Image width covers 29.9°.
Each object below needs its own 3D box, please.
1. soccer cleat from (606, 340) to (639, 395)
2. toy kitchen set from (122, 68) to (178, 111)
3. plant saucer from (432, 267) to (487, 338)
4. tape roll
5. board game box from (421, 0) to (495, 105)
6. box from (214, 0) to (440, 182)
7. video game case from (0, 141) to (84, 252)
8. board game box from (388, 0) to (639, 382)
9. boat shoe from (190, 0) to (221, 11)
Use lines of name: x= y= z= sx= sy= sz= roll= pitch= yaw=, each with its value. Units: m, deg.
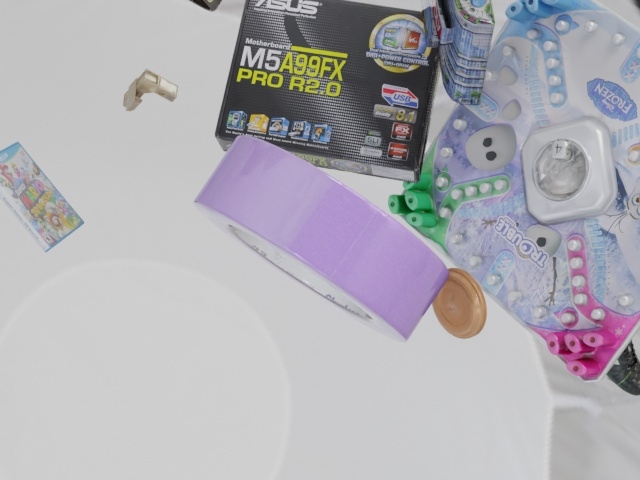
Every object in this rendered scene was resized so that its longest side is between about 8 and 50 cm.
soccer cleat: x=0.477 y=0.171 z=1.929 sx=0.060 sy=0.179 sz=0.072 roll=-33 pitch=-1 yaw=-33
toy kitchen set: x=-0.329 y=-0.267 z=2.302 sx=0.083 sy=0.075 sz=0.068 roll=-40 pitch=35 yaw=37
plant saucer: x=0.156 y=0.073 z=1.377 sx=0.013 sy=0.083 sz=0.083 roll=-16 pitch=-24 yaw=-38
tape roll: x=0.000 y=0.000 z=1.291 sx=0.090 sy=0.274 sz=0.275 roll=-56 pitch=-2 yaw=-7
board game box: x=0.157 y=-0.290 z=1.388 sx=0.194 sy=0.060 sz=0.194 roll=89 pitch=178 yaw=-58
box: x=0.016 y=-0.204 z=1.561 sx=0.060 sy=0.270 sz=0.216 roll=69 pitch=-147 yaw=-75
video game case: x=-0.447 y=-0.069 z=1.856 sx=0.015 sy=0.166 sz=0.119 roll=-35 pitch=8 yaw=26
board game box: x=0.302 y=-0.088 z=1.508 sx=0.050 sy=0.390 sz=0.390 roll=4 pitch=-57 yaw=-51
boat shoe: x=-0.233 y=-0.393 z=1.658 sx=0.069 sy=0.227 sz=0.081 roll=-69 pitch=13 yaw=-11
